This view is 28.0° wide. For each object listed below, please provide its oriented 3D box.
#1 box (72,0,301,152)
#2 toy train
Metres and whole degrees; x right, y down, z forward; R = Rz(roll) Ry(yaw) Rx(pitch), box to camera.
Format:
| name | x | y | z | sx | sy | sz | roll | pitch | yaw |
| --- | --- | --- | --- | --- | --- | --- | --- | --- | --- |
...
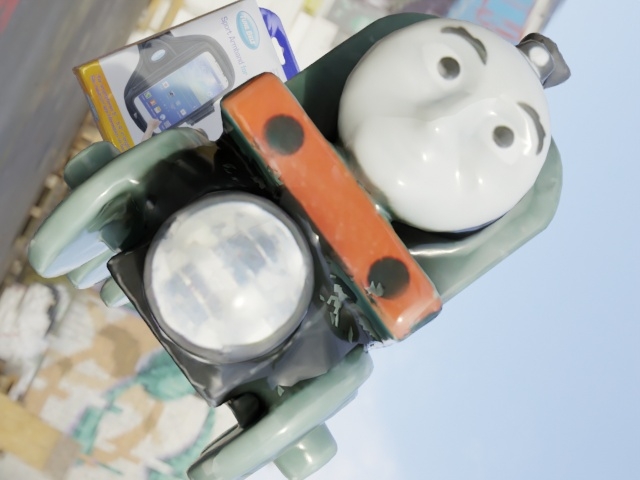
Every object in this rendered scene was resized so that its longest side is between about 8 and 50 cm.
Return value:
| name | x | y | z | sx | sy | sz | roll | pitch | yaw |
| --- | --- | --- | --- | --- | --- | --- | --- | --- | --- |
| box | -0.075 | -0.096 | 0.802 | 0.136 | 0.081 | 0.028 | -25 | -166 | -14 |
| toy train | 0.000 | 0.000 | 0.543 | 0.190 | 0.142 | 0.334 | -37 | 175 | -6 |
